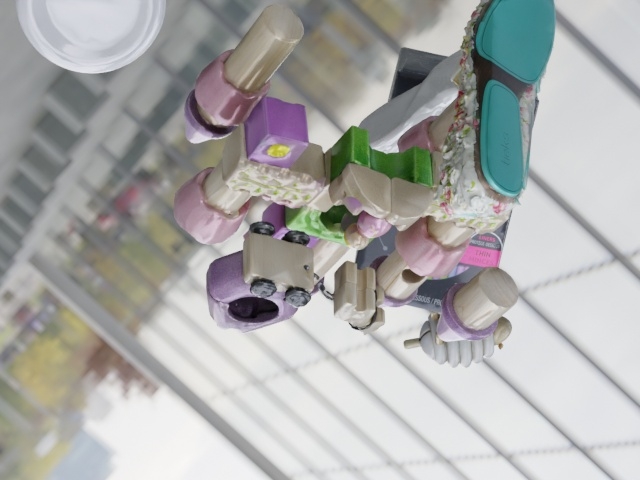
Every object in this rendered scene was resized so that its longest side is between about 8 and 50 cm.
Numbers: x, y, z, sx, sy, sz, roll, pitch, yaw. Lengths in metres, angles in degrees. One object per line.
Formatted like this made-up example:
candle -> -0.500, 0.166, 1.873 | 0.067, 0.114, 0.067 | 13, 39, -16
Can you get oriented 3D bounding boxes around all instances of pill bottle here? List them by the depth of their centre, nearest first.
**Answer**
pill bottle -> -0.250, -0.287, 1.836 | 0.153, 0.153, 0.264 | -47, -158, 11

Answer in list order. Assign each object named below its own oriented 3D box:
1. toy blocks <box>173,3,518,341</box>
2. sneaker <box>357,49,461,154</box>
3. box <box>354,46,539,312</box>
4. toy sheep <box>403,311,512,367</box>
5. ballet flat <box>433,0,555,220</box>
toy blocks -> 0.000, 0.000, 1.560 | 0.260, 0.288, 0.309 | -45, -144, 47
sneaker -> 0.144, -0.132, 1.791 | 0.212, 0.094, 0.080 | -30, -145, 6
box -> 0.141, -0.067, 1.970 | 0.143, 0.165, 0.270 | -76, 177, -73
toy sheep -> 0.164, 0.112, 2.054 | 0.132, 0.091, 0.091 | -5, -172, 1
ballet flat -> 0.136, -0.118, 1.412 | 0.077, 0.091, 0.241 | -29, -144, 48
